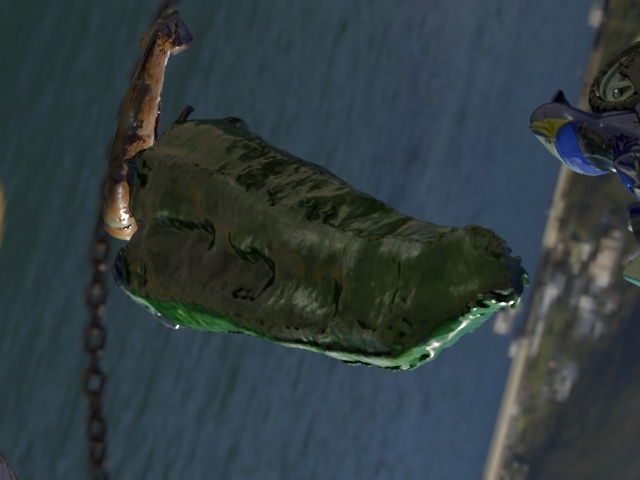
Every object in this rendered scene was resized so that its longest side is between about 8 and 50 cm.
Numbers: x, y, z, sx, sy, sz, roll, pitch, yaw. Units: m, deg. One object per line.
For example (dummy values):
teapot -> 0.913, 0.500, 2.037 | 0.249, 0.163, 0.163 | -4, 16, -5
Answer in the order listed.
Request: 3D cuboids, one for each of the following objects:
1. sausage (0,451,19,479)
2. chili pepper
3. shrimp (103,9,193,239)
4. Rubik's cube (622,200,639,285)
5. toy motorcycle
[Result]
sausage -> -0.202, 0.113, 0.857 | 0.169, 0.065, 0.065 | 63, 23, -17
chili pepper -> 0.000, 0.000, 0.548 | 0.227, 0.059, 0.088 | 10, -88, 61
shrimp -> -0.158, -0.110, 1.577 | 0.290, 0.054, 0.222 | 1, 99, -85
Rubik's cube -> 0.417, -0.007, 1.481 | 0.224, 0.213, 0.265 | -64, -171, 3
toy motorcycle -> 0.253, -0.068, 1.149 | 0.169, 0.113, 0.315 | -40, -154, -4
